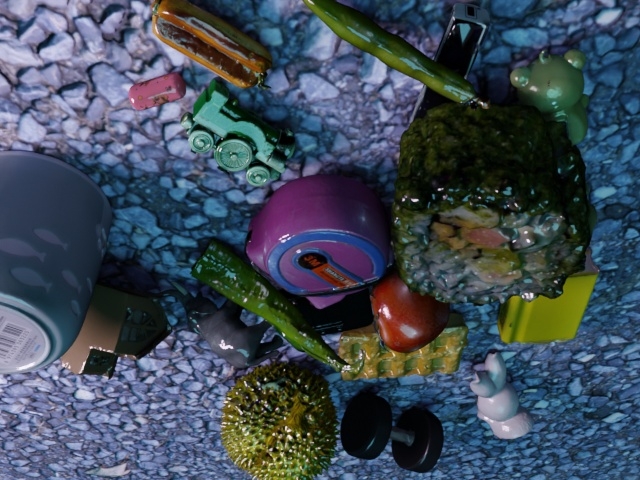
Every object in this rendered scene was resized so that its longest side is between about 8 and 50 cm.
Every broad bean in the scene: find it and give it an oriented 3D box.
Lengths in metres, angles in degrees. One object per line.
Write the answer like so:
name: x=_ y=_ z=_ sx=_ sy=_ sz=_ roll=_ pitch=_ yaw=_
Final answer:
broad bean: x=0.098 y=-0.255 z=0.895 sx=0.297 sy=0.060 sz=0.043 roll=28 pitch=109 yaw=-8

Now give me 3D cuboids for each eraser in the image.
eraser: x=0.449 y=0.119 z=1.333 sx=0.158 sy=0.069 sz=0.226 roll=-6 pitch=136 yaw=-1

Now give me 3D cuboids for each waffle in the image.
waffle: x=0.175 y=0.229 z=1.434 sx=0.274 sy=0.057 sz=0.168 roll=-4 pitch=136 yaw=0

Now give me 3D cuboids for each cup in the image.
cup: x=-0.503 y=0.014 z=1.006 sx=0.259 sy=0.274 sz=0.356 roll=-23 pitch=134 yaw=18

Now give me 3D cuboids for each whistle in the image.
whistle: x=0.350 y=-0.188 z=0.995 sx=0.105 sy=0.085 sz=0.227 roll=-16 pitch=133 yaw=13

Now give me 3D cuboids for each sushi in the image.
sushi: x=0.257 y=-0.037 z=1.014 sx=0.294 sy=0.178 sz=0.352 roll=2 pitch=149 yaw=13

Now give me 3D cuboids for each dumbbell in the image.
dumbbell: x=0.174 y=0.467 z=1.615 sx=0.218 sy=0.152 sz=0.152 roll=23 pitch=130 yaw=-26

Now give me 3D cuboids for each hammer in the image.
hammer: x=-0.234 y=-0.214 z=0.959 sx=0.083 sy=0.043 sz=0.043 roll=-16 pitch=135 yaw=10

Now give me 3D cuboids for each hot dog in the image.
hot dog: x=-0.141 y=-0.267 z=0.898 sx=0.188 sy=0.055 sz=0.072 roll=27 pitch=131 yaw=-28

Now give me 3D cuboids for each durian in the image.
durian: x=-0.086 y=0.386 z=1.447 sx=0.291 sy=0.291 sz=0.224 roll=-4 pitch=123 yaw=0

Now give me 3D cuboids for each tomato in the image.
tomato: x=0.171 y=0.132 z=1.265 sx=0.167 sy=0.167 sz=0.167 roll=-2 pitch=136 yaw=-2

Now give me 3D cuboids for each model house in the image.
model house: x=-0.370 y=0.175 z=1.269 sx=0.181 sy=0.176 sz=0.248 roll=11 pitch=173 yaw=25

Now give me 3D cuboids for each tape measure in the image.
tape measure: x=0.000 y=0.000 z=1.129 sx=0.245 sy=0.149 sz=0.231 roll=-25 pitch=136 yaw=30

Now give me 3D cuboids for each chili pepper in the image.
chili pepper: x=-0.074 y=0.128 z=1.206 sx=0.359 sy=0.076 sz=0.085 roll=35 pitch=103 yaw=3

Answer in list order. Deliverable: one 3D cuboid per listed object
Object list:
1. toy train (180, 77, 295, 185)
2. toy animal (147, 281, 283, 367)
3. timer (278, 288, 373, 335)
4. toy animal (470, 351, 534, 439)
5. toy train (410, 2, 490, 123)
toy train: x=-0.120 y=-0.157 z=1.007 sx=0.178 sy=0.071 sz=0.104 roll=29 pitch=116 yaw=-28
toy animal: x=-0.187 y=0.141 z=1.272 sx=0.269 sy=0.137 sz=0.082 roll=35 pitch=140 yaw=18
timer: x=0.006 y=0.131 z=1.327 sx=0.187 sy=0.055 sz=0.144 roll=-11 pitch=138 yaw=2
toy animal: x=0.403 y=0.352 z=1.562 sx=0.104 sy=0.131 sz=0.221 roll=-32 pitch=109 yaw=-9
toy train: x=0.175 y=-0.224 z=0.975 sx=0.055 sy=0.048 sz=0.252 roll=9 pitch=141 yaw=-8
